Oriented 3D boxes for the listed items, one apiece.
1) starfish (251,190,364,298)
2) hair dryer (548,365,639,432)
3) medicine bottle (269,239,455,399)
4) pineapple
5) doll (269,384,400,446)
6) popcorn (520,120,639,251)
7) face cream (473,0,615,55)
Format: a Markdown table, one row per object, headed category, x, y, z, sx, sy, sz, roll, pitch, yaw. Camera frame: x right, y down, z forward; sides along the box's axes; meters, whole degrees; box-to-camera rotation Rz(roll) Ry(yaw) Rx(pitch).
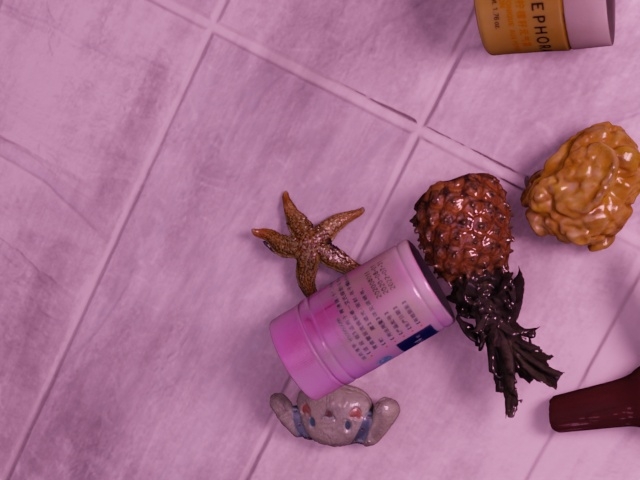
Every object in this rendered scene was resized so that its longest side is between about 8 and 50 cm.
| category | x | y | z | sx | sy | sz | roll | pitch | yaw |
| --- | --- | --- | --- | --- | --- | --- | --- | --- | --- |
| starfish | 0.000 | 0.000 | 1.830 | 0.176 | 0.053 | 0.208 | -42 | 83 | 1 |
| hair dryer | 0.458 | 0.124 | 1.623 | 0.313 | 0.123 | 0.340 | -10 | 105 | 26 |
| medicine bottle | 0.063 | 0.125 | 1.744 | 0.254 | 0.152 | 0.152 | -31 | 82 | 10 |
| pineapple | 0.253 | 0.083 | 1.689 | 0.166 | 0.165 | 0.364 | -21 | 82 | 17 |
| doll | 0.022 | 0.280 | 1.819 | 0.214 | 0.071 | 0.103 | 3 | 99 | 11 |
| popcorn | 0.392 | -0.070 | 1.658 | 0.194 | 0.140 | 0.163 | -35 | 76 | 17 |
| face cream | 0.325 | -0.381 | 1.624 | 0.179 | 0.218 | 0.218 | -2 | 91 | 19 |
